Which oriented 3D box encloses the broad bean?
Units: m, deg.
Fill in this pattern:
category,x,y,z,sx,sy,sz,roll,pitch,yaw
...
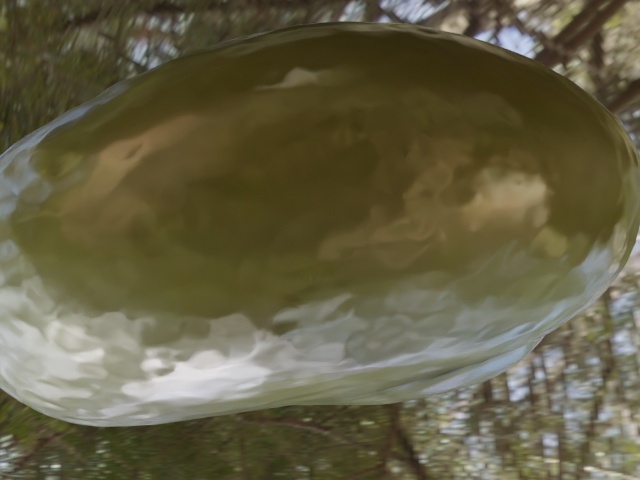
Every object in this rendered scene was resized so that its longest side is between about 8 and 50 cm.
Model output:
category,x,y,z,sx,sy,sz,roll,pitch,yaw
broad bean,0.000,-0.001,0.650,0.238,0.291,0.119,-14,-99,29
